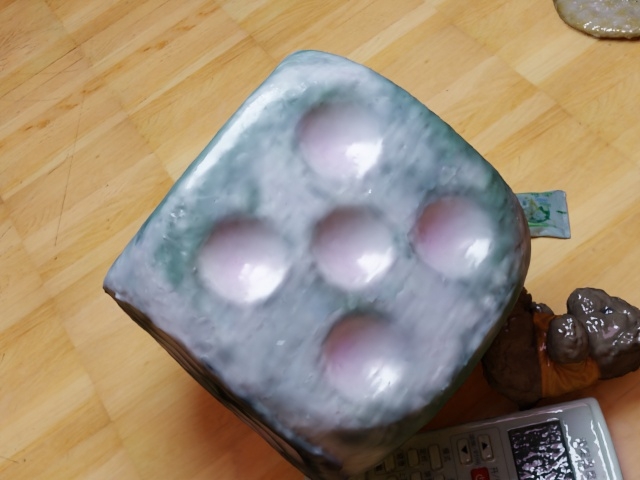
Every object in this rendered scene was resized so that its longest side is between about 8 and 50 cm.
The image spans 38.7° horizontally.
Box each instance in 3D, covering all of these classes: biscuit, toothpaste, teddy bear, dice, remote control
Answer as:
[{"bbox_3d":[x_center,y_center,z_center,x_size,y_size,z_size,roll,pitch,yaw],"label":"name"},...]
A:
[{"bbox_3d":[0.449,-0.376,1.344,0.219,0.033,0.220,-10,51,13],"label":"biscuit"},{"bbox_3d":[0.171,-0.032,1.180,0.296,0.048,0.075,-1,56,5],"label":"toothpaste"},{"bbox_3d":[0.269,0.112,1.006,0.190,0.177,0.140,-12,92,7],"label":"teddy bear"},{"bbox_3d":[-0.012,0.032,0.968,0.330,0.328,0.348,38,78,-7],"label":"dice"},{"bbox_3d":[0.149,0.273,0.989,0.344,0.050,0.145,-15,52,10],"label":"remote control"}]
